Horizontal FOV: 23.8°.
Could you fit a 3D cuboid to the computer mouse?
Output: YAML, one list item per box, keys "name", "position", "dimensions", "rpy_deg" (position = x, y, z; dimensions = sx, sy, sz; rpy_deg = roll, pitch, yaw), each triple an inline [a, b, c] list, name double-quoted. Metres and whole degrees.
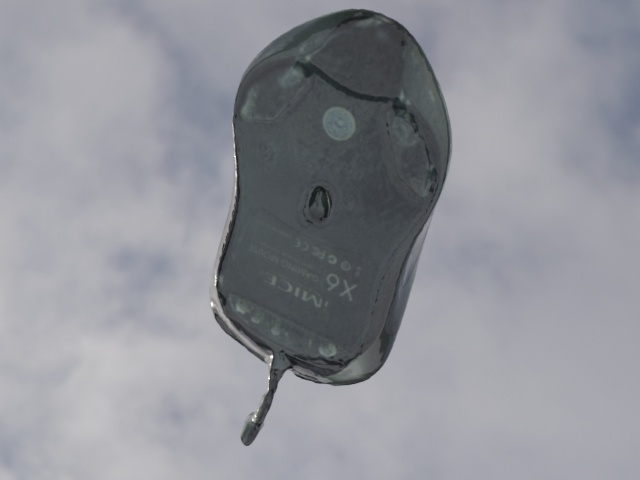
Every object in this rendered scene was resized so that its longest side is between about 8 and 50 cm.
- name: "computer mouse"
  position: [0.000, 0.000, 1.130]
  dimensions: [0.167, 0.090, 0.379]
  rpy_deg: [28, -59, 14]
